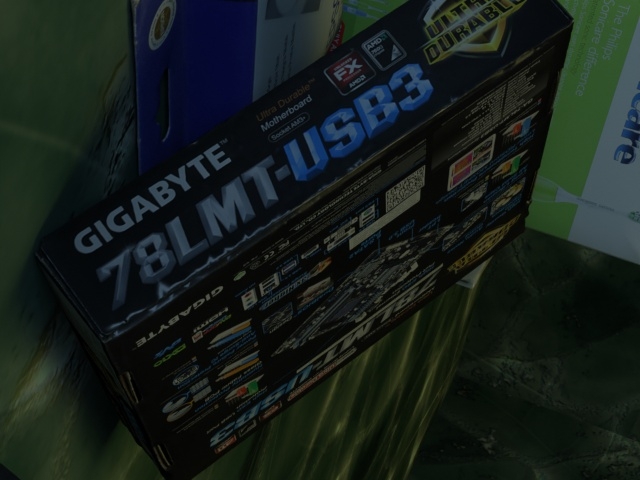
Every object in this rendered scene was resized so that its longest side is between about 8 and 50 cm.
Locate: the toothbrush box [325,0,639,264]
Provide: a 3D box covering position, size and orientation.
[{"bbox_3d":[0.133,-0.134,1.174,0.122,0.283,0.206,-57,163,-51],"label":"toothbrush box"}]

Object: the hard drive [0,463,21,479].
[{"bbox_3d":[-0.149,0.145,0.564,0.054,0.172,0.255,-53,174,15],"label":"hard drive"}]

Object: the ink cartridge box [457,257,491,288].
[{"bbox_3d":[0.148,-0.163,1.535,0.384,0.160,0.279,-48,156,-65],"label":"ink cartridge box"}]

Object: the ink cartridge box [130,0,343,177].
[{"bbox_3d":[-0.038,-0.128,0.953,0.223,0.045,0.224,96,18,-54],"label":"ink cartridge box"}]

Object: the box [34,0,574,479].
[{"bbox_3d":[0.000,0.000,0.953,0.295,0.073,0.293,-35,162,-11],"label":"box"}]
